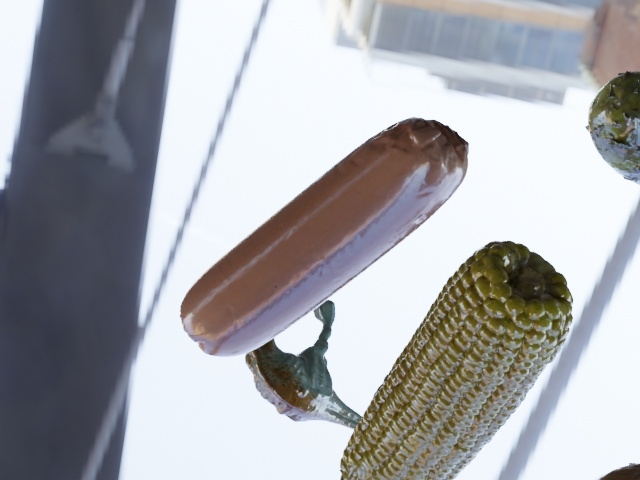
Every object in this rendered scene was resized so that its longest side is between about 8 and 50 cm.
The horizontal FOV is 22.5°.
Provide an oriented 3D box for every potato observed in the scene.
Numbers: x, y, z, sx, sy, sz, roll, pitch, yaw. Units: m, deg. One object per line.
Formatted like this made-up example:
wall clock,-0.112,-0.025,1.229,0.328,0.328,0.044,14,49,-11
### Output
potato,0.374,-0.100,1.720,0.225,0.117,0.090,35,-157,-30

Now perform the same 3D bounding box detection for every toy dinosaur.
toy dinosaur,-0.006,0.192,2.186,0.092,0.393,0.205,-28,-164,24

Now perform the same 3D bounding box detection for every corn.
corn,0.128,0.146,1.597,0.131,0.344,0.131,19,-141,-16

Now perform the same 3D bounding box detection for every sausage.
sausage,0.000,0.000,1.319,0.086,0.289,0.086,44,-157,-24

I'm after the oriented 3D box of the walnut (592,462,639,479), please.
walnut,0.373,0.316,1.738,0.137,0.137,0.245,-9,-159,-36
